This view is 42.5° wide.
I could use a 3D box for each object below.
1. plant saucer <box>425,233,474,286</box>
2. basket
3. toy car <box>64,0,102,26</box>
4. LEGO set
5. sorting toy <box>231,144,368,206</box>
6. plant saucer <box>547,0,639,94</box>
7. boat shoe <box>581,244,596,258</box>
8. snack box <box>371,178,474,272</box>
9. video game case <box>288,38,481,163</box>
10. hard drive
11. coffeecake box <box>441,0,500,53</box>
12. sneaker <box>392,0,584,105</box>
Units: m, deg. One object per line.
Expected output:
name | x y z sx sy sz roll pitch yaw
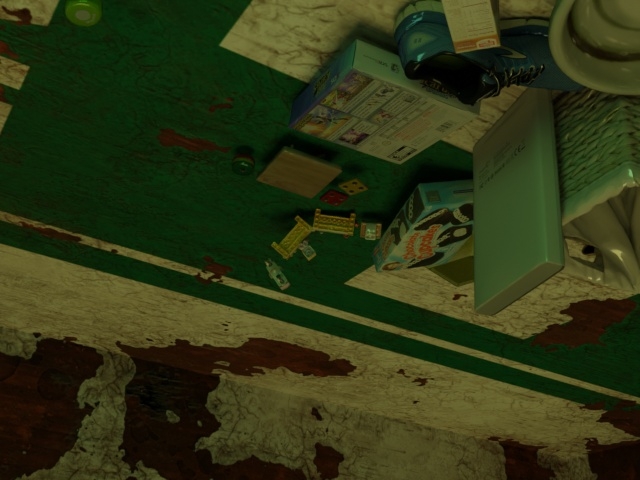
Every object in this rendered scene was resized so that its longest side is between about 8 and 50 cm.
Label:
plant saucer | 0.356 0.058 2.037 0.188 0.045 0.188 -20 144 38
basket | 0.552 -0.101 1.475 0.328 0.267 0.331 14 150 -19
toy car | -0.265 -0.400 1.149 0.188 0.155 0.149 -3 153 -7
LEGO set | 0.000 0.000 1.918 0.287 0.132 0.107 -27 168 -3
sorting toy | -0.036 -0.149 1.694 0.274 0.046 0.132 17 149 -23
plant saucer | 0.516 -0.355 1.149 0.400 0.101 0.400 -3 156 -1
boat shoe | 0.651 0.008 1.899 0.045 0.050 0.135 4 153 -12
snack box | 0.249 -0.029 1.814 0.187 0.060 0.322 -6 155 -19
video game case | 0.106 -0.234 1.454 0.244 0.061 0.269 15 161 -22
hard drive | 0.343 -0.070 1.464 0.047 0.353 0.233 13 151 -15
coffeecake box | 0.200 -0.375 1.131 0.068 0.142 0.185 -5 151 18
sneaker | 0.275 -0.272 1.315 0.329 0.147 0.130 7 152 -7
